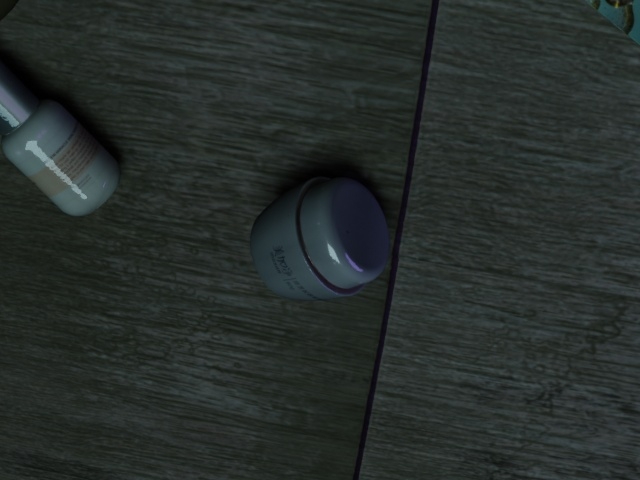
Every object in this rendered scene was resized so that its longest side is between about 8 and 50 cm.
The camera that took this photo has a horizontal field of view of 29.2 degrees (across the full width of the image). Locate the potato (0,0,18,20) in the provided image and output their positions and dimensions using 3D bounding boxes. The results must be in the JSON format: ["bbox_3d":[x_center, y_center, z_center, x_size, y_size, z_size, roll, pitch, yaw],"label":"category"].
[{"bbox_3d":[-0.326,-0.284,0.930,0.243,0.221,0.326,17,127,1],"label":"potato"}]

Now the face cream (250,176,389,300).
[{"bbox_3d":[0.000,0.000,1.170,0.104,0.117,0.117,-18,125,36],"label":"face cream"}]

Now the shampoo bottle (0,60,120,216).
[{"bbox_3d":[-0.276,-0.106,1.167,0.074,0.074,0.192,-27,120,31],"label":"shampoo bottle"}]

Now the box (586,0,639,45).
[{"bbox_3d":[0.333,-0.197,0.976,0.229,0.041,0.162,34,128,-17],"label":"box"}]
